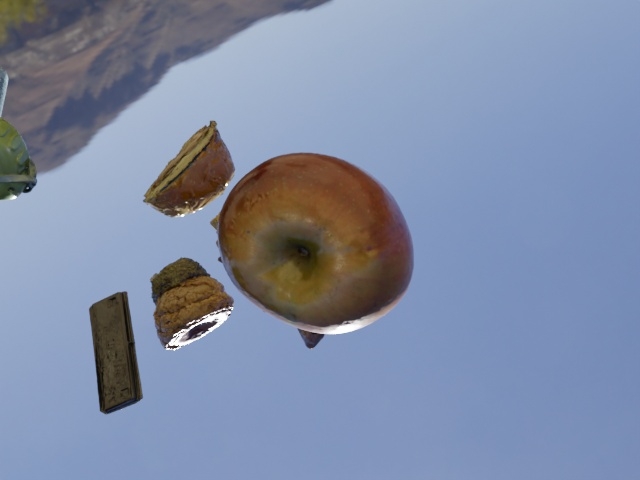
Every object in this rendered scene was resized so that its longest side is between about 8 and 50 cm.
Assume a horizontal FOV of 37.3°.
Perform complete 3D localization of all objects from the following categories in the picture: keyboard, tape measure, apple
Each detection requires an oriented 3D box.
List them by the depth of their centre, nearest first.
[{"bbox_3d":[0.000,0.000,1.117,0.210,0.235,0.173,-53,171,28],"label":"apple"},{"bbox_3d":[-0.528,-0.126,1.461,0.178,0.154,0.087,-2,-146,11],"label":"tape measure"},{"bbox_3d":[-0.384,0.207,1.778,0.094,0.025,0.230,-23,-120,16],"label":"keyboard"}]

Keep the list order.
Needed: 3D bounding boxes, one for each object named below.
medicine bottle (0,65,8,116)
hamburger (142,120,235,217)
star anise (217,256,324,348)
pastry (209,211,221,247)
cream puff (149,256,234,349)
[{"bbox_3d":[-0.665,-0.251,1.775,0.135,0.168,0.135,5,165,1],"label":"medicine bottle"},{"bbox_3d":[-0.191,-0.099,1.517,0.176,0.102,0.087,-55,-160,-22],"label":"hamburger"},{"bbox_3d":[-0.031,0.043,1.495,0.111,0.257,0.198,-19,-147,45],"label":"star anise"},{"bbox_3d":[-0.094,-0.025,1.802,0.250,0.154,0.102,-9,-114,44],"label":"pastry"},{"bbox_3d":[-0.294,0.119,2.009,0.183,0.169,0.183,-31,168,-8],"label":"cream puff"}]
